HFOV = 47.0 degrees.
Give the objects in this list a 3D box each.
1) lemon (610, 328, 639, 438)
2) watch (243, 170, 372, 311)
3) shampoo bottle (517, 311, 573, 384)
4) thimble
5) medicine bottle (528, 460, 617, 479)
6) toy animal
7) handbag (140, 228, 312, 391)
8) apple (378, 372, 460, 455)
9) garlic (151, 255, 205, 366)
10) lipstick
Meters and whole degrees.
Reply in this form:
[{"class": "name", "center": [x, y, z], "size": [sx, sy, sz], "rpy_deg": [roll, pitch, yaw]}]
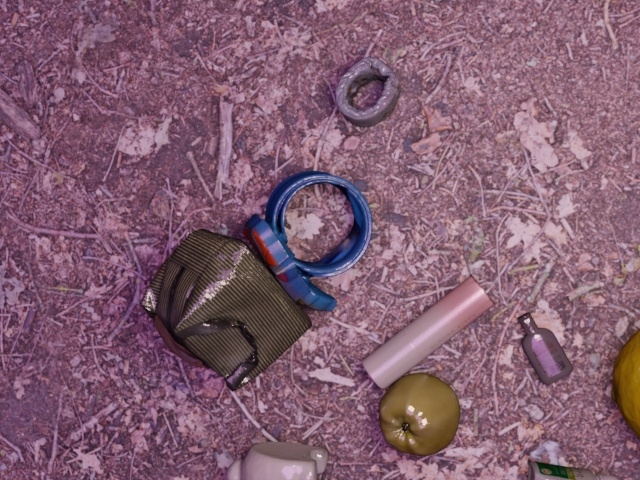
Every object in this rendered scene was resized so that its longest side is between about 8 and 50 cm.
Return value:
[{"class": "lemon", "center": [0.774, 0.297, 1.508], "size": [0.364, 0.364, 0.364], "rpy_deg": [0, 90, 9]}, {"class": "watch", "center": [0.000, 0.000, 1.690], "size": [0.274, 0.241, 0.305], "rpy_deg": [-39, 105, -4]}, {"class": "shampoo bottle", "center": [0.507, 0.244, 1.690], "size": [0.080, 0.040, 0.165], "rpy_deg": [-30, 85, 9]}, {"class": "thimble", "center": [0.111, -0.341, 1.713], "size": [0.127, 0.118, 0.151], "rpy_deg": [43, 96, 9]}, {"class": "medicine bottle", "center": [0.562, 0.545, 1.642], "size": [0.183, 0.119, 0.069], "rpy_deg": [8, 91, 8]}, {"class": "toy animal", "center": [-0.092, 0.659, 1.714], "size": [0.241, 0.196, 0.367], "rpy_deg": [-8, 87, 16]}, {"class": "handbag", "center": [-0.214, 0.158, 1.632], "size": [0.240, 0.247, 0.340], "rpy_deg": [-50, 126, -17]}, {"class": "apple", "center": [0.221, 0.395, 1.669], "size": [0.200, 0.200, 0.200], "rpy_deg": [0, 90, 9]}, {"class": "garlic", "center": [-0.311, 0.186, 1.776], "size": [0.196, 0.151, 0.338], "rpy_deg": [-7, 90, -4]}, {"class": "lipstick", "center": [0.248, 0.214, 1.707], "size": [0.327, 0.087, 0.087], "rpy_deg": [-39, 84, 7]}]
